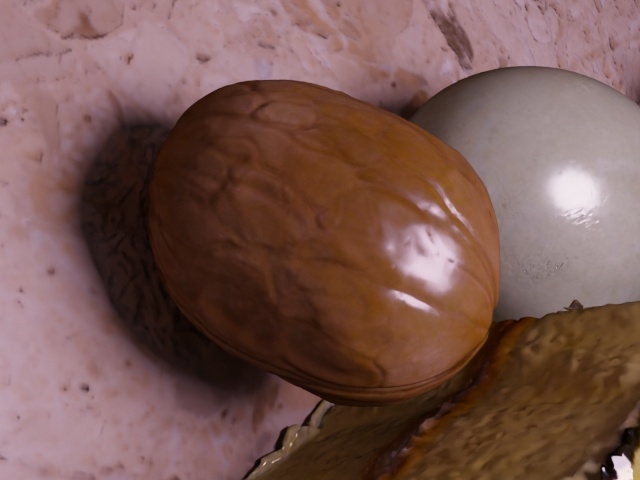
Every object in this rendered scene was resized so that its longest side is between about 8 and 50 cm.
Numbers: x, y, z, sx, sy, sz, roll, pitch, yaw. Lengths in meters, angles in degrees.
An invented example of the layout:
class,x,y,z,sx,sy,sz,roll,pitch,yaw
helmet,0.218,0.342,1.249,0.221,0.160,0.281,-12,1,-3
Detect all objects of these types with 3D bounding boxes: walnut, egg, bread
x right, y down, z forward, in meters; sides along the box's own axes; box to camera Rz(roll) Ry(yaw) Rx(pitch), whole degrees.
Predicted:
class,x,y,z,sx,sy,sz,roll,pitch,yaw
walnut,0.000,0.000,0.613,0.167,0.207,0.167,-57,164,-27
egg,0.151,-0.024,0.772,0.253,0.186,0.187,13,72,-41
bread,0.061,0.126,0.600,0.236,0.263,0.198,4,76,-44
